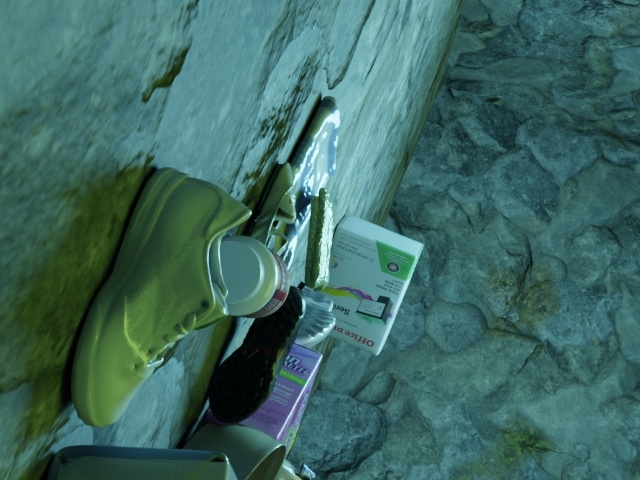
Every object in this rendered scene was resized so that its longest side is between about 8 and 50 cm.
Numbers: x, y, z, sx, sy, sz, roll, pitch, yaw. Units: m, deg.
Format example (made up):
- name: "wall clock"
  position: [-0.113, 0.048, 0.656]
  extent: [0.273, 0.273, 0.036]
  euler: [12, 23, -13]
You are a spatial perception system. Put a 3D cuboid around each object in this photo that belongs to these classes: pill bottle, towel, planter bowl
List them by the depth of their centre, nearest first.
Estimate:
- name: "pill bottle"
  position: [-0.083, 0.041, 0.872]
  extent: [0.152, 0.086, 0.086]
  euler: [51, 60, -82]
- name: "planter bowl"
  position: [-0.138, 0.322, 1.123]
  extent: [0.162, 0.109, 0.162]
  euler: [-50, 161, -24]
- name: "towel"
  position: [-0.036, -0.049, 1.172]
  extent: [0.209, 0.034, 0.285]
  euler: [93, 20, -65]
- name: "towel"
  position: [0.000, 0.000, 1.201]
  extent: [0.110, 0.027, 0.148]
  euler: [29, 67, -81]

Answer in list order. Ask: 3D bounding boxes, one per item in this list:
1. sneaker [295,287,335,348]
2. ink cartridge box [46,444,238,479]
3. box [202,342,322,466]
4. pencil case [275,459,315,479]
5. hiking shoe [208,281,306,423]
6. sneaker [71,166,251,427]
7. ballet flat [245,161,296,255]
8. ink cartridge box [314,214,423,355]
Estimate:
- name: "sneaker"
  position: [-0.031, 0.178, 1.559]
  extent: [0.281, 0.105, 0.115]
  euler: [-34, 145, -78]
- name: "ink cartridge box"
  position: [-0.156, 0.367, 0.767]
  extent: [0.395, 0.151, 0.270]
  euler: [89, 6, -65]
- name: "box"
  position: [-0.109, 0.311, 1.330]
  extent: [0.243, 0.117, 0.214]
  euler: [-56, 166, -61]
- name: "pencil case"
  position: [-0.157, 0.573, 1.428]
  extent: [0.410, 0.183, 0.160]
  euler: [-62, -171, -24]
- name: "hiking shoe"
  position: [-0.078, 0.164, 1.166]
  extent: [0.227, 0.086, 0.114]
  euler: [-58, 169, 11]
- name: "sneaker"
  position: [-0.120, 0.055, 0.624]
  extent: [0.080, 0.094, 0.212]
  euler: [-10, 121, -83]
- name: "ballet flat"
  position: [-0.059, -0.019, 1.012]
  extent: [0.057, 0.052, 0.168]
  euler: [92, 21, -69]
- name: "ink cartridge box"
  position: [0.101, 0.108, 1.936]
  extent: [0.117, 0.201, 0.278]
  euler: [-49, 160, -67]
